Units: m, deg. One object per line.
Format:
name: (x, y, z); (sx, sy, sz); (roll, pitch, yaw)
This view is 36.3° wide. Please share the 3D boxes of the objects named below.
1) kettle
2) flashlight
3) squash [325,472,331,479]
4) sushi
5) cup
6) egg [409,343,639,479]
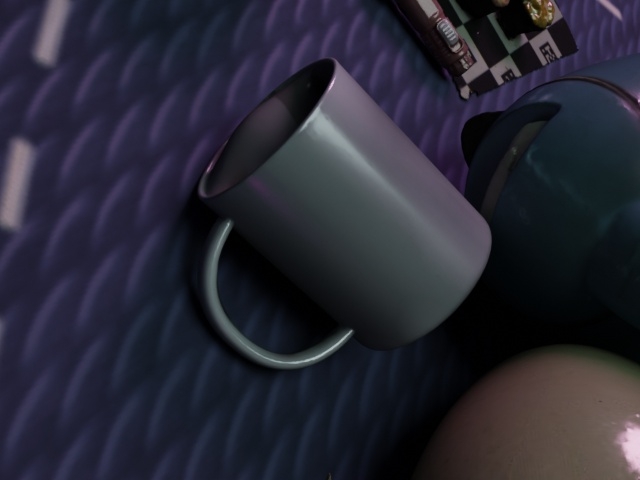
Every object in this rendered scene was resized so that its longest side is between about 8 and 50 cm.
kettle: (0.259, 0.004, 0.608); (0.342, 0.247, 0.319); (5, 24, -38)
flashlight: (0.073, -0.164, 0.690); (0.052, 0.031, 0.110); (-41, 104, -13)
squash: (-0.017, 0.221, 0.370); (0.169, 0.093, 0.252); (76, 3, -75)
sushi: (0.142, -0.224, 0.782); (0.210, 0.040, 0.193); (-24, 88, -47)
cup: (0.000, -0.006, 0.520); (0.133, 0.136, 0.099); (43, 13, -22)
egg: (0.129, 0.162, 0.479); (0.188, 0.188, 0.254); (36, 41, -27)
